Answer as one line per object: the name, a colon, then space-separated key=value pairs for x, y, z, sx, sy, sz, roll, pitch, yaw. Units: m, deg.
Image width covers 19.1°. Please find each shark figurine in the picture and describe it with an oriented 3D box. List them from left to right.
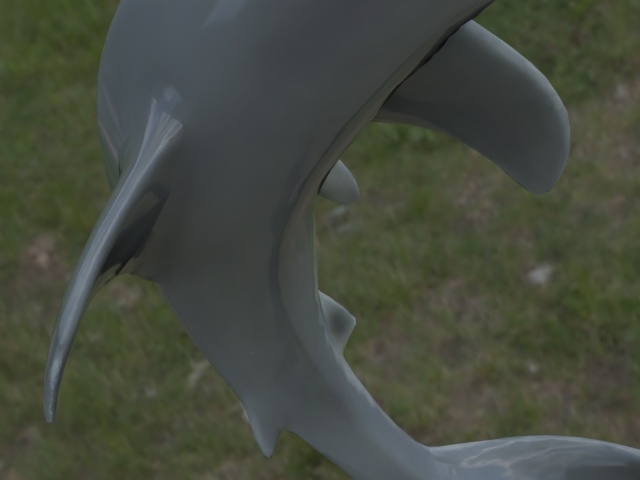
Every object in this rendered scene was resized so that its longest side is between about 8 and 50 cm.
shark figurine: x=-0.014 y=0.012 z=0.402 sx=0.166 sy=0.278 sz=0.116 roll=15 pitch=51 yaw=18
